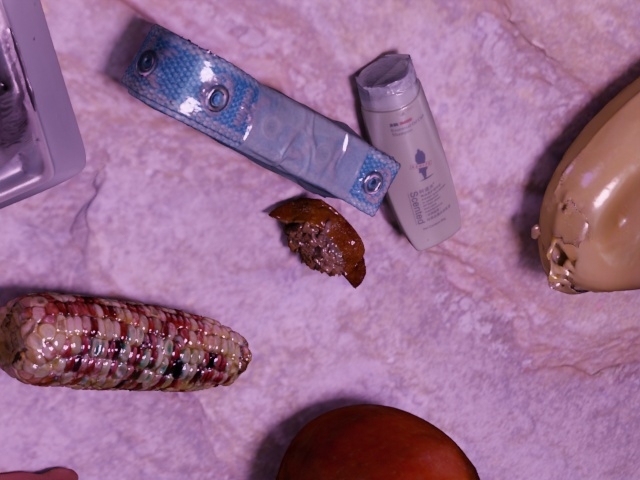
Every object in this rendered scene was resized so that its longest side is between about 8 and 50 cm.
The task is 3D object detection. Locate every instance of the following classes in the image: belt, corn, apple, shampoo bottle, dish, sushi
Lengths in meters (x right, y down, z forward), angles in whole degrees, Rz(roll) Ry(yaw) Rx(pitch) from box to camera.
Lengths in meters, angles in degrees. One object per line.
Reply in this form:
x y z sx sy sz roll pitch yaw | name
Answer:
-0.043 -0.101 1.097 0.302 0.087 0.072 26 91 -43 | belt
-0.174 0.095 1.117 0.253 0.086 0.086 9 110 -42 | corn
0.066 0.287 1.318 0.230 0.230 0.230 -18 125 -28 | apple
0.089 -0.084 1.228 0.072 0.049 0.212 -28 130 -7 | shampoo bottle
-0.271 -0.108 0.925 0.182 0.080 0.243 -27 130 -22 | dish
0.000 0.000 1.213 0.055 0.052 0.120 -56 138 -17 | sushi

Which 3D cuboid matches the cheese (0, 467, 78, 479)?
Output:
-0.326 0.286 1.105 0.177 0.203 0.128 14 114 -9 | cheese

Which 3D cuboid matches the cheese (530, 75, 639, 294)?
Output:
0.365 -0.055 1.408 0.316 0.128 0.259 -38 125 -20 | cheese
